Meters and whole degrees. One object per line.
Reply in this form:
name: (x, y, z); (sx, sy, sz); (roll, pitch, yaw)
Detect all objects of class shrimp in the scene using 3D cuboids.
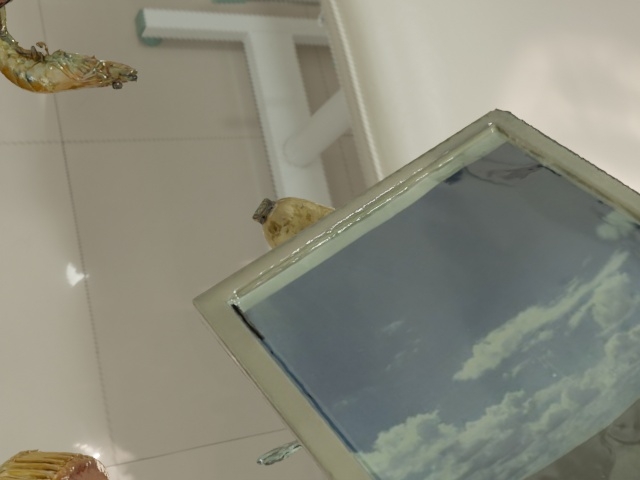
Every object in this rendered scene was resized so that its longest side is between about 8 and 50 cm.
shrimp: (-0.193, -0.143, 0.640); (0.127, 0.091, 0.025); (12, 42, 10)

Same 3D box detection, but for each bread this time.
bread: (-0.304, 0.338, 0.992); (0.104, 0.199, 0.199); (0, 65, 17)

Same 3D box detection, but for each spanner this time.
spanner: (0.056, 0.229, 1.152); (0.302, 0.071, 0.017); (-23, 86, -9)

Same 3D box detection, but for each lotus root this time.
lotus root: (0.000, 0.000, 0.899); (0.152, 0.063, 0.072); (20, 90, 4)

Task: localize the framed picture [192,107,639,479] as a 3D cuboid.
framed picture: (0.084, 0.050, 0.349); (0.189, 0.023, 0.260); (-32, 45, -13)
